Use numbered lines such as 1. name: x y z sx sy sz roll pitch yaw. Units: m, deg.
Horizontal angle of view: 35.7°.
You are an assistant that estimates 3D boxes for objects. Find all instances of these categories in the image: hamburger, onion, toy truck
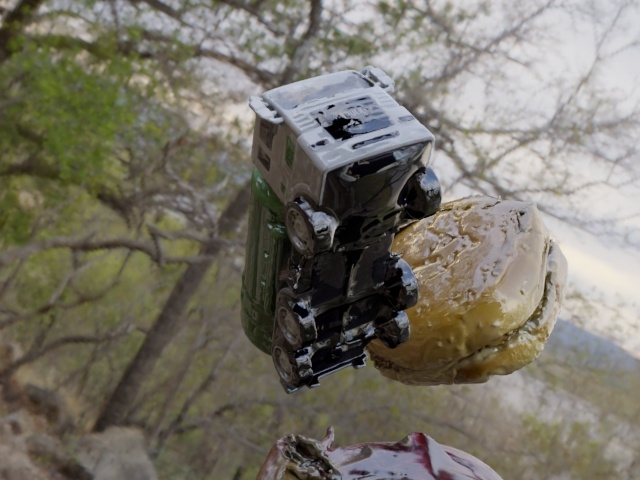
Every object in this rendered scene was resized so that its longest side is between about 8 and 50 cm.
1. hamburger: 0.127 0.051 0.944 0.213 0.214 0.108 23 -29 55
2. onion: 0.071 0.268 0.801 0.281 0.221 0.281 30 35 -24
3. toy truck: 0.000 0.000 0.688 0.125 0.101 0.242 53 -31 34
